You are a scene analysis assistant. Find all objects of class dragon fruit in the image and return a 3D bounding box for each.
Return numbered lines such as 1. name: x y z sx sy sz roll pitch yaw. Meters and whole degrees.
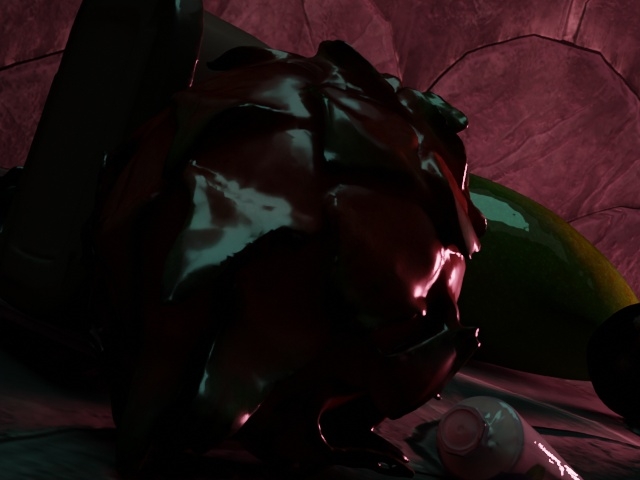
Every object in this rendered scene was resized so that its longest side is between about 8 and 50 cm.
1. dragon fruit: -0.024 0.016 0.719 0.193 0.274 0.192 16 -37 37

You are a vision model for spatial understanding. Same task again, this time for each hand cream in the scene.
1. hand cream: 0.111 0.130 0.865 0.084 0.053 0.142 18 -12 34

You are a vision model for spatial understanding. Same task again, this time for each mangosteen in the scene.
1. mangosteen: 0.338 0.133 1.425 0.137 0.137 0.151 13 37 -42

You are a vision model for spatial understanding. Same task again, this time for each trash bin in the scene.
1. trash bin: -0.057 -0.031 0.934 0.250 0.220 0.219 19 0 -33

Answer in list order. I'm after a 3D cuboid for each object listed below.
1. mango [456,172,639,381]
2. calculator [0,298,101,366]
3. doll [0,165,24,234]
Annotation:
1. mango: 0.194 0.043 1.616 0.382 0.201 0.225 27 -16 19
2. calculator: -0.107 0.070 0.968 0.274 0.028 0.165 18 3 41
3. doll: -0.234 -0.030 1.322 0.248 0.088 0.127 -12 1 -14
